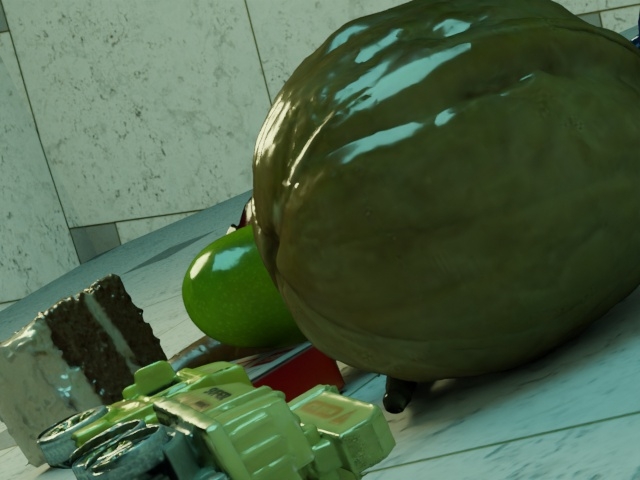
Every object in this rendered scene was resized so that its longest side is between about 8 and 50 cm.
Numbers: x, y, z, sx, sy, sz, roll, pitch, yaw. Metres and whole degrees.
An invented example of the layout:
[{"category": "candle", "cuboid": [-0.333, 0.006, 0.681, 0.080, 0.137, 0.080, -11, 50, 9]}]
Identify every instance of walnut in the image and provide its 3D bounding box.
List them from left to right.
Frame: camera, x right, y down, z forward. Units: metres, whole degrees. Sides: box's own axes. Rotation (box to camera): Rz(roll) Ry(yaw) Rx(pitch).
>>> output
[{"category": "walnut", "cuboid": [0.104, -0.044, 1.302, 0.313, 0.252, 0.277, -21, 17, -13]}]

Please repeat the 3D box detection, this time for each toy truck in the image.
[{"category": "toy truck", "cuboid": [-0.057, 0.135, 1.057, 0.157, 0.124, 0.272, -27, 7, -16]}]

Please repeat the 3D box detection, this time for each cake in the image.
[{"category": "cake", "cuboid": [-0.239, 0.129, 1.778, 0.134, 0.135, 0.147, -34, 1, 45]}]

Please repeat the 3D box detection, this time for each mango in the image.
[{"category": "mango", "cuboid": [0.023, 0.018, 1.546, 0.293, 0.143, 0.175, -16, -8, -17]}]

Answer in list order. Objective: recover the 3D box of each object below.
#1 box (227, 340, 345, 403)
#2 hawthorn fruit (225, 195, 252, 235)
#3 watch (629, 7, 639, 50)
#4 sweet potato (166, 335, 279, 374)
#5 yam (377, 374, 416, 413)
[{"category": "box", "cuboid": [-0.095, 0.142, 1.517, 0.123, 0.050, 0.229, -28, 6, -42]}, {"category": "hawthorn fruit", "cuboid": [0.000, 0.000, 1.729, 0.188, 0.169, 0.169, 10, 25, 30]}, {"category": "watch", "cuboid": [0.323, -0.109, 1.373, 0.171, 0.200, 0.196, -18, 50, -8]}, {"category": "sweet potato", "cuboid": [-0.106, 0.118, 1.730, 0.265, 0.057, 0.057, -27, 6, -27]}, {"category": "yam", "cuboid": [0.061, 0.095, 1.375, 0.027, 0.029, 0.234, -64, -3, 11]}]
